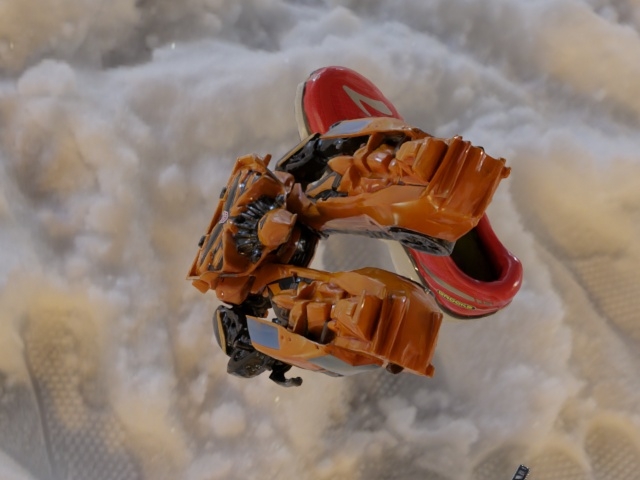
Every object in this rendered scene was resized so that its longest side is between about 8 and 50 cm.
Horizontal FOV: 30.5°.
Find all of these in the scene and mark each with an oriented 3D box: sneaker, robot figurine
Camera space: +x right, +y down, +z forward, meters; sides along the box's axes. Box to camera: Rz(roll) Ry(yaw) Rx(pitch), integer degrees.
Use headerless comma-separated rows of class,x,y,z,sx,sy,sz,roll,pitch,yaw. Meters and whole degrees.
sneaker,0.090,-0.053,1.061,0.107,0.118,0.279,-42,98,-29
robot figurine,0.000,0.000,0.813,0.085,0.291,0.211,28,78,-29

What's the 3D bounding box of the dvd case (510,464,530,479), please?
dvd case,0.151,0.269,1.063,0.013,0.087,0.119,27,54,14
